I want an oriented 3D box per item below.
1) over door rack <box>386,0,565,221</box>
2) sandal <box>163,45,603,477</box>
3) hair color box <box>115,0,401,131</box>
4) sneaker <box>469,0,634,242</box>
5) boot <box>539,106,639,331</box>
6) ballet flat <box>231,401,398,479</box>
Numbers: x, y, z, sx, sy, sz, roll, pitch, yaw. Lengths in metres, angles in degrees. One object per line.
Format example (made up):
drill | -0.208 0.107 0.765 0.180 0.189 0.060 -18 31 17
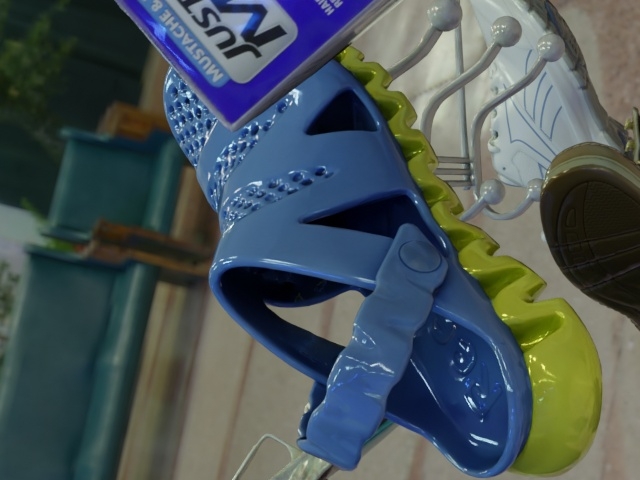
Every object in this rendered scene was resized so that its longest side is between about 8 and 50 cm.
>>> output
over door rack | 0.079 -0.175 0.934 0.108 0.239 0.324 -15 85 26
sandal | 0.000 0.000 0.681 0.317 0.138 0.126 49 137 33
hair color box | 0.076 -0.202 0.532 0.339 0.110 0.185 -37 6 26
sneaker | 0.204 -0.120 1.261 0.129 0.297 0.111 -26 11 21
boot | 0.204 -0.036 0.814 0.077 0.213 0.165 -18 48 37
ballet flat | -0.005 0.125 0.806 0.168 0.052 0.057 -43 -11 -7
